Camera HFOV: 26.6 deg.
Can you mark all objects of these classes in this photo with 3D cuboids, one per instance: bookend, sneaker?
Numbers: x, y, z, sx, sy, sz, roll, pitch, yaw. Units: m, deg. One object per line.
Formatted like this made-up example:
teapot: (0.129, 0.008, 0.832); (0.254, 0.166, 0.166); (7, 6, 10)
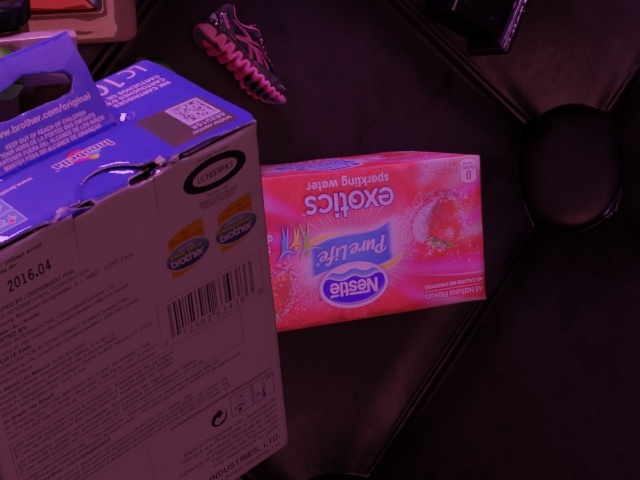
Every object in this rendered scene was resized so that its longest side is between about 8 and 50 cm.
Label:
bookend: (0.148, -0.298, 1.417); (0.157, 0.072, 0.156); (26, 84, -25)
sneaker: (-0.069, -0.186, 1.343); (0.119, 0.047, 0.057); (44, 65, -23)

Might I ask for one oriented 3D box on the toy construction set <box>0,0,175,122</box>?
toy construction set: (-0.240, -0.111, 1.135); (0.309, 0.237, 0.257); (18, 103, -29)

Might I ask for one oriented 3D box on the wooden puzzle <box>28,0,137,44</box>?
wooden puzzle: (-0.284, -0.286, 1.228); (0.239, 0.044, 0.221); (-7, 97, -25)

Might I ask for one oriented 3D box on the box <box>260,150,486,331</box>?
box: (0.000, 0.000, 1.334); (0.300, 0.142, 0.154); (-7, 98, -25)

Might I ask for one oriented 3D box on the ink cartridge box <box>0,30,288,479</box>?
ink cartridge box: (-0.178, 0.045, 1.040); (0.270, 0.151, 0.395); (-30, 134, -32)
